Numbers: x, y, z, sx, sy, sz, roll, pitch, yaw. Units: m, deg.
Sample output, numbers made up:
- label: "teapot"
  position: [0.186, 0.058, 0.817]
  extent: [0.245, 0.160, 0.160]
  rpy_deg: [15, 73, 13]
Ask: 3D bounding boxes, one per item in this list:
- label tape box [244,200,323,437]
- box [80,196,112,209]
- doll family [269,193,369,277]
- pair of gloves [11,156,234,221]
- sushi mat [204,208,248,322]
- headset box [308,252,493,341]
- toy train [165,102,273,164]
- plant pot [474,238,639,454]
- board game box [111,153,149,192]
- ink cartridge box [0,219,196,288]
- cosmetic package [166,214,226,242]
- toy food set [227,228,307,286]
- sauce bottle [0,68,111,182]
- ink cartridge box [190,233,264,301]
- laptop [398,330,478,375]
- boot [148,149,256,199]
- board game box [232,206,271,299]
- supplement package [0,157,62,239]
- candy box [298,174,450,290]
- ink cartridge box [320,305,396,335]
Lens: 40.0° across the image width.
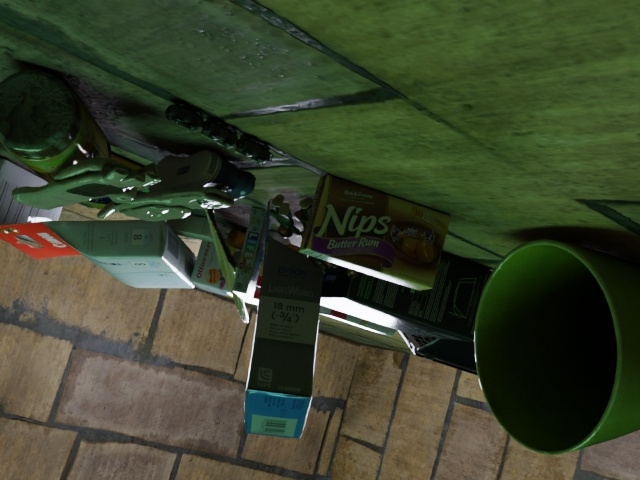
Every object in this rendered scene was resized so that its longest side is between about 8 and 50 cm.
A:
- label: "label tape box"
  position: [-0.059, 0.137, 1.490]
  extent: [0.106, 0.333, 0.240]
  rpy_deg: [7, 152, -3]
- label: "box"
  position: [-0.399, -0.088, 1.669]
  extent: [0.169, 0.059, 0.054]
  rpy_deg: [9, 170, 38]
- label: "doll family"
  position: [0.000, 0.000, 1.379]
  extent: [0.193, 0.076, 0.111]
  rpy_deg: [48, 163, 25]
- label: "pair of gloves"
  position: [-0.265, -0.067, 1.195]
  extent: [0.204, 0.042, 0.240]
  rpy_deg: [-10, 167, 35]
- label: "sushi mat"
  position: [-0.181, 0.048, 1.722]
  extent: [0.019, 0.151, 0.316]
  rpy_deg: [-21, 158, -9]
- label: "headset box"
  position: [0.120, 0.077, 1.568]
  extent: [0.283, 0.131, 0.246]
  rpy_deg: [19, 170, -18]
- label: "toy train"
  position: [-0.123, -0.130, 1.084]
  extent: [0.158, 0.027, 0.036]
  rpy_deg: [24, 171, -38]
- label: "plant pot"
  position: [0.411, 0.140, 1.199]
  extent: [0.294, 0.274, 0.275]
  rpy_deg: [2, 178, -27]
- label: "board game box"
  position: [-0.370, -0.126, 1.485]
  extent: [0.259, 0.039, 0.124]
  rpy_deg: [27, 166, -38]
- label: "ink cartridge box"
  position: [-0.486, 0.037, 1.894]
  extent: [0.385, 0.091, 0.308]
  rpy_deg: [-2, 166, 4]
- label: "cosmetic package"
  position: [-0.263, -0.028, 1.852]
  extent: [0.115, 0.041, 0.060]
  rpy_deg: [11, 169, 27]
- label: "toy food set"
  position: [-0.095, 0.047, 1.801]
  extent: [0.104, 0.111, 0.232]
  rpy_deg: [22, 171, -40]
- label: "sauce bottle"
  position: [-0.348, -0.129, 1.211]
  extent: [0.111, 0.111, 0.344]
  rpy_deg: [15, 172, 2]
- label: "ink cartridge box"
  position: [-0.188, 0.064, 1.997]
  extent: [0.176, 0.128, 0.127]
  rpy_deg: [14, 170, 7]
- label: "laptop"
  position: [0.421, 0.216, 2.226]
  extent: [0.382, 0.236, 0.408]
  rpy_deg: [21, -163, -28]
- label: "boot"
  position: [-0.179, -0.084, 1.303]
  extent: [0.086, 0.069, 0.190]
  rpy_deg: [26, 165, -34]
- label: "board game box"
  position: [-0.123, 0.026, 1.594]
  extent: [0.026, 0.154, 0.103]
  rpy_deg: [12, 171, 4]
- label: "supplement package"
  position: [-0.682, -0.089, 1.894]
  extent: [0.139, 0.133, 0.244]
  rpy_deg: [13, 170, 17]
- label: "candy box"
  position: [0.075, -0.009, 1.211]
  extent: [0.187, 0.109, 0.053]
  rpy_deg: [19, 170, -12]
- label: "ink cartridge box"
  position: [0.087, 0.118, 1.860]
  extent: [0.175, 0.127, 0.072]
  rpy_deg: [22, 170, -33]
